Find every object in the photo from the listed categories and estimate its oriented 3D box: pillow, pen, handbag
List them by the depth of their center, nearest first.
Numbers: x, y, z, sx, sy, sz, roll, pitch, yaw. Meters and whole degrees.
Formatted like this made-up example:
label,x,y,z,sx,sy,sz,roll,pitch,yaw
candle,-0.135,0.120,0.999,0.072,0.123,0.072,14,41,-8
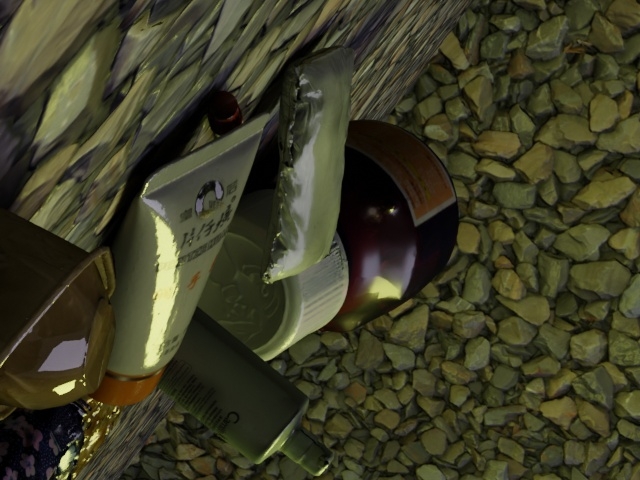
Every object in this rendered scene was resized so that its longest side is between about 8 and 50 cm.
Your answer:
label,x,y,z,sx,sy,sz,roll,pitch,yaw
handbag,-0.262,0.209,1.009,0.228,0.127,0.208,-53,-177,26
pen,-0.077,-0.092,1.196,0.028,0.028,0.239,-52,178,-5
pillow,-0.010,-0.075,1.390,0.128,0.051,0.229,-21,123,-59

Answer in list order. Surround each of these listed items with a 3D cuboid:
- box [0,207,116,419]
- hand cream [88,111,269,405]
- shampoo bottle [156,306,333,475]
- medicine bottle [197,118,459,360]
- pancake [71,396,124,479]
label,x,y,z,sx,sy,sz,roll,pitch,yaw
box,-0.159,0.045,0.773,0.111,0.111,0.177,-51,177,-12
hand cream,-0.132,0.015,1.182,0.140,0.089,0.314,-35,160,-39
shampoo bottle,-0.097,0.132,1.353,0.085,0.262,0.085,-51,177,-4
medicine bottle,0.000,0.000,1.637,0.242,0.242,0.395,-53,170,25
pancake,-0.271,0.206,1.601,0.356,0.065,0.356,-52,176,-5
